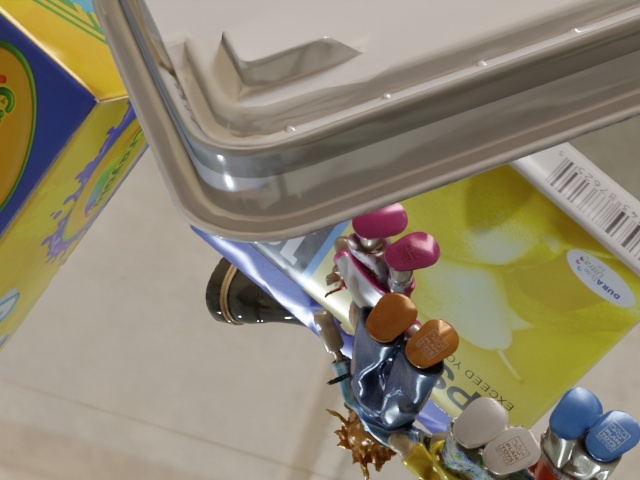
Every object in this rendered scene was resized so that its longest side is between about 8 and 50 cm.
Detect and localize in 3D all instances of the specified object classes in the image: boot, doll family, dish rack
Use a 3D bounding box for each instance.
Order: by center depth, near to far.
[{"bbox_3d":[0.057,-0.146,0.774,0.333,0.285,0.072,-20,-48,-6],"label":"dish rack"},{"bbox_3d":[0.064,0.110,0.972,0.118,0.163,0.263,-36,-111,-22],"label":"doll family"},{"bbox_3d":[0.000,0.000,1.427,0.077,0.137,0.198,47,-119,-44],"label":"boot"}]

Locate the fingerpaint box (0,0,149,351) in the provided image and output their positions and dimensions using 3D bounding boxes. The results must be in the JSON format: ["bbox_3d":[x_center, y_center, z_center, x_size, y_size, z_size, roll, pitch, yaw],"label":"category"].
[{"bbox_3d":[-0.361,-0.051,1.051,0.371,0.163,0.445,42,-69,7],"label":"fingerpaint box"}]

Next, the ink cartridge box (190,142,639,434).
[{"bbox_3d":[0.056,0.009,1.123,0.304,0.307,0.072,40,-137,6],"label":"ink cartridge box"}]
